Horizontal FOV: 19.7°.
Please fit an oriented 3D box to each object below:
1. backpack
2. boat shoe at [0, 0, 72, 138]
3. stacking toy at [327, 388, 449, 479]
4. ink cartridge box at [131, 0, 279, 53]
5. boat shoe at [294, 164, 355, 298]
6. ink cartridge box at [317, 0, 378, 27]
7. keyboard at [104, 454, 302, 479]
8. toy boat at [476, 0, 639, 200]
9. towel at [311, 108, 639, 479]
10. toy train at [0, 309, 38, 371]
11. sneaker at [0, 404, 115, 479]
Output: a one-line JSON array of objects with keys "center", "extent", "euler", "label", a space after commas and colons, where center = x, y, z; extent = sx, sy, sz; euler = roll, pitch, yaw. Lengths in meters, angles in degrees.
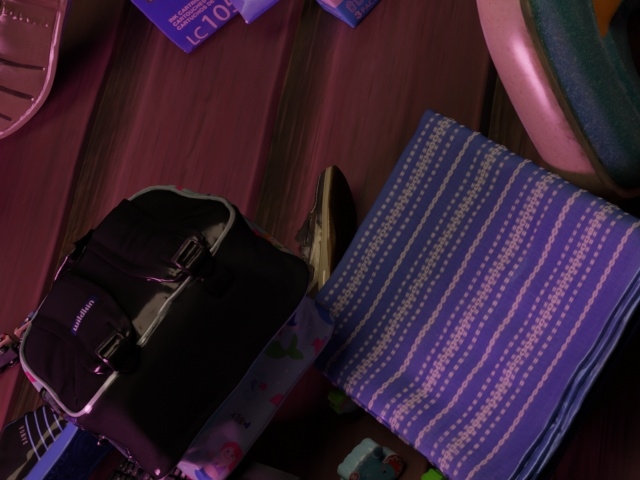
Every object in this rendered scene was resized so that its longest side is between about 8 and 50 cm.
[{"center": [-0.127, 0.071, 1.523], "extent": [0.225, 0.191, 0.253], "euler": [-54, 31, -9], "label": "backpack"}, {"center": [-0.323, -0.242, 2.007], "extent": [0.103, 0.113, 0.302], "euler": [-85, 22, -55], "label": "boat shoe"}, {"center": [0.016, 0.214, 1.474], "extent": [0.221, 0.052, 0.167], "euler": [-46, 37, -8], "label": "stacking toy"}, {"center": [-0.118, -0.389, 1.976], "extent": [0.270, 0.151, 0.395], "euler": [-37, 41, 11], "label": "ink cartridge box"}, {"center": [0.000, 0.000, 1.649], "extent": [0.049, 0.056, 0.152], "euler": [-15, 50, 23], "label": "boat shoe"}, {"center": [0.005, -0.305, 1.788], "extent": [0.104, 0.181, 0.061], "euler": [-48, 42, -2], "label": "ink cartridge box"}, {"center": [-0.137, 0.255, 1.509], "extent": [0.201, 0.033, 0.317], "euler": [-59, 24, -15], "label": "keyboard"}, {"center": [0.250, -0.195, 1.492], "extent": [0.148, 0.267, 0.318], "euler": [-17, 17, 37], "label": "toy boat"}, {"center": [0.112, 0.047, 1.435], "extent": [0.243, 0.040, 0.336], "euler": [-59, 37, 3], "label": "towel"}, {"center": [-0.319, 0.113, 1.843], "extent": [0.158, 0.027, 0.036], "euler": [-34, 32, 14], "label": "toy train"}, {"center": [-0.230, 0.168, 1.660], "extent": [0.090, 0.081, 0.232], "euler": [18, 57, 37], "label": "sneaker"}]
